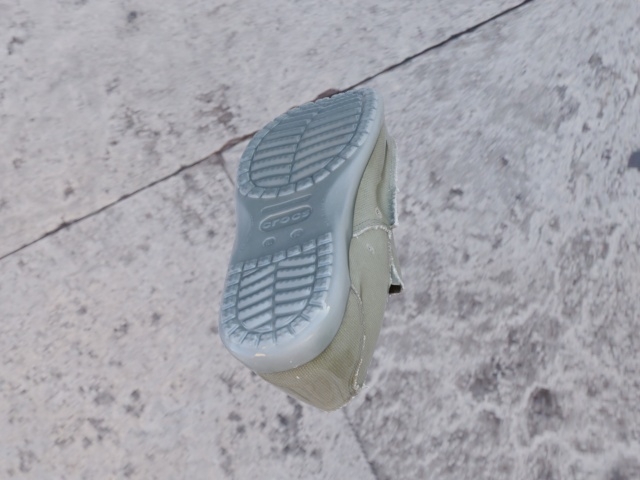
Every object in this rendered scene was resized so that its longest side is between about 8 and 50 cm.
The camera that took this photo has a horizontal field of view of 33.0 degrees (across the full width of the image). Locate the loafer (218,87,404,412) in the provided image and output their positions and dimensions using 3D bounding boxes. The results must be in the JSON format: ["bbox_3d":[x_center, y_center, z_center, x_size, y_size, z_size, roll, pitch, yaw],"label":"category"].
[{"bbox_3d":[0.000,0.000,0.641,0.094,0.251,0.087,-12,127,22],"label":"loafer"}]
